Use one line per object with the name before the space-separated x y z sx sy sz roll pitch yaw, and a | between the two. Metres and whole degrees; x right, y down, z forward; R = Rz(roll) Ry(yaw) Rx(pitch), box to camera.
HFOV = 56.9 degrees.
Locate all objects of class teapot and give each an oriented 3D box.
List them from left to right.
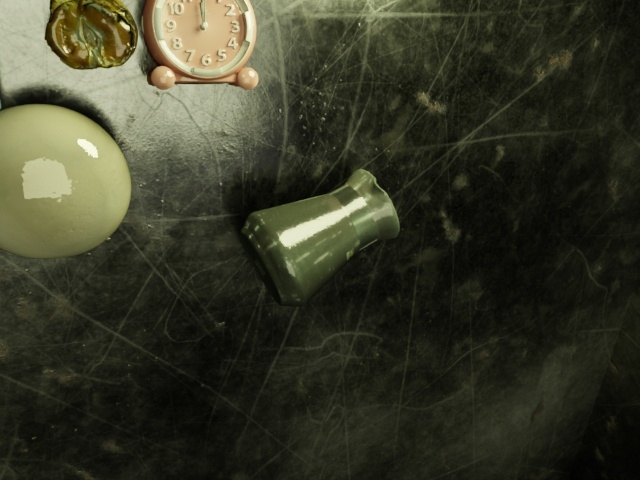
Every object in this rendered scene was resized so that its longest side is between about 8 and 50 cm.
teapot | 0.000 0.000 1.467 0.344 0.253 0.300 -28 157 -13

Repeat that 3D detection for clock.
clock | -0.245 -0.429 1.187 0.227 0.142 0.241 -7 109 -21

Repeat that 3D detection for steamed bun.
steamed bun | -0.544 -0.109 1.174 0.324 0.206 0.324 -10 119 -18

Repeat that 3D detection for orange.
orange | -0.432 -0.399 1.127 0.160 0.112 0.170 -42 102 15
